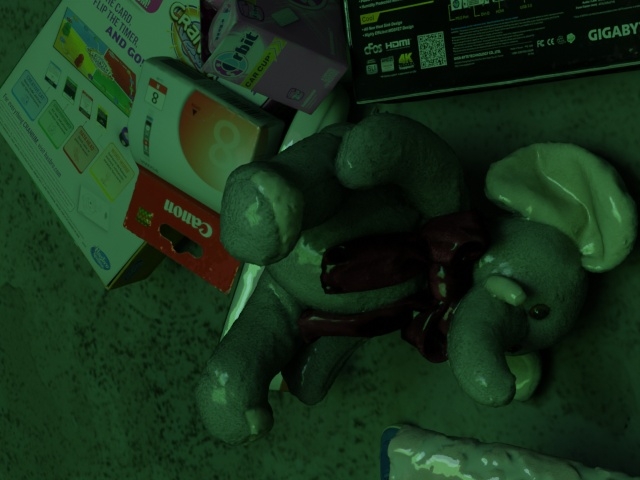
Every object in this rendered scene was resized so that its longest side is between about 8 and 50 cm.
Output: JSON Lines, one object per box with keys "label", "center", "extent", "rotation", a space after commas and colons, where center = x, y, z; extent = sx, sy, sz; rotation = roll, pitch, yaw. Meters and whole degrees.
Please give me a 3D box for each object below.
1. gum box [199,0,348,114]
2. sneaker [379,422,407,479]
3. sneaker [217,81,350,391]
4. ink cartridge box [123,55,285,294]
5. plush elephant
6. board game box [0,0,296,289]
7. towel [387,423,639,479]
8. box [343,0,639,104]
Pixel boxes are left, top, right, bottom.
{"label": "gum box", "center": [-0.043, -0.207, 1.234], "extent": [0.062, 0.107, 0.188], "rotation": [-49, 33, 37]}
{"label": "sneaker", "center": [0.070, 0.239, 1.263], "extent": [0.058, 0.084, 0.152], "rotation": [-22, 81, 44]}
{"label": "sneaker", "center": [0.000, 0.000, 1.306], "extent": [0.123, 0.106, 0.290], "rotation": [17, 103, 4]}
{"label": "ink cartridge box", "center": [-0.121, -0.058, 1.311], "extent": [0.145, 0.045, 0.179], "rotation": [31, 113, 27]}
{"label": "plush elephant", "center": [0.087, 0.031, 1.116], "extent": [0.255, 0.330, 0.272], "rotation": [25, 129, 14]}
{"label": "board game box", "center": [-0.170, -0.142, 1.395], "extent": [0.316, 0.064, 0.242], "rotation": [-45, 73, 33]}
{"label": "towel", "center": [0.202, 0.308, 1.064], "extent": [0.332, 0.053, 0.317], "rotation": [10, 115, 19]}
{"label": "box", "center": [0.150, -0.247, 1.114], "extent": [0.322, 0.079, 0.257], "rotation": [-4, 92, 44]}
